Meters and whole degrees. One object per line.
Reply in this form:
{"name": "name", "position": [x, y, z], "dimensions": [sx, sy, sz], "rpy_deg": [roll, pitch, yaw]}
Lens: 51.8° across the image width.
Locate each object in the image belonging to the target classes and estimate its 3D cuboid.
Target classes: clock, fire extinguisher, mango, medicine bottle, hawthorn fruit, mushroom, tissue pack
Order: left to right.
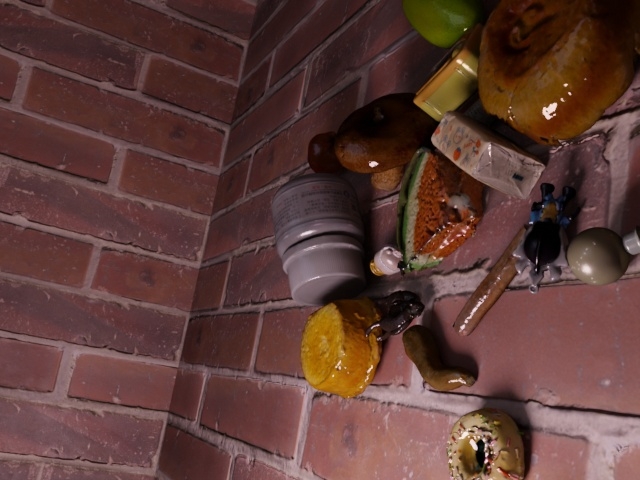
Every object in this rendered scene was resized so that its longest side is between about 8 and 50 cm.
{"name": "medicine bottle", "position": [0.000, 0.000, 1.784], "dimensions": [0.245, 0.245, 0.306], "rpy_deg": [-44, 47, 48]}
{"name": "hawthorn fruit", "position": [0.017, -0.268, 2.056], "dimensions": [0.138, 0.132, 0.133], "rpy_deg": [119, 154, -46]}
{"name": "mushroom", "position": [0.183, -0.244, 1.617], "dimensions": [0.267, 0.254, 0.267], "rpy_deg": [-27, 47, 33]}
{"name": "mango", "position": [0.304, -0.571, 1.591], "dimensions": [0.343, 0.155, 0.192], "rpy_deg": [-112, 34, -48]}
{"name": "clock", "position": [0.307, -0.372, 1.472], "dimensions": [0.143, 0.096, 0.202], "rpy_deg": [-60, 9, -32]}
{"name": "fire extinguisher", "position": [0.351, -0.301, 1.409], "dimensions": [0.252, 0.075, 0.106], "rpy_deg": [-46, 45, 48]}
{"name": "tissue pack", "position": [0.326, -0.173, 1.303], "dimensions": [0.092, 0.148, 0.196], "rpy_deg": [-63, 26, 18]}

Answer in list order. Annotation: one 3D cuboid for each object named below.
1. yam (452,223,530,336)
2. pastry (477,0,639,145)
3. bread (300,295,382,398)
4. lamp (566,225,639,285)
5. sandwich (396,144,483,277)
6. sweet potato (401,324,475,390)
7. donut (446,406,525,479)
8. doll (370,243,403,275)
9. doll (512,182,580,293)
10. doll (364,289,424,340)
{"name": "yam", "position": [0.331, 0.084, 1.257], "dimensions": [0.264, 0.046, 0.046], "rpy_deg": [-62, 27, 26]}
{"name": "pastry", "position": [0.424, -0.349, 1.181], "dimensions": [0.356, 0.163, 0.356], "rpy_deg": [-40, 43, 52]}
{"name": "bread", "position": [0.053, 0.266, 1.631], "dimensions": [0.268, 0.145, 0.269], "rpy_deg": [-34, 50, 55]}
{"name": "lamp", "position": [0.460, 0.010, 0.996], "dimensions": [0.163, 0.091, 0.091], "rpy_deg": [-26, 50, 39]}
{"name": "sandwich", "position": [0.262, -0.075, 1.442], "dimensions": [0.212, 0.109, 0.292], "rpy_deg": [-35, 47, 46]}
{"name": "sweet potato", "position": [0.232, 0.250, 1.358], "dimensions": [0.081, 0.062, 0.233], "rpy_deg": [-67, 28, 14]}
{"name": "donut", "position": [0.283, 0.376, 1.155], "dimensions": [0.174, 0.068, 0.175], "rpy_deg": [-46, 36, 47]}
{"name": "doll", "position": [0.175, 0.039, 1.603], "dimensions": [0.084, 0.073, 0.127], "rpy_deg": [-50, 8, -32]}
{"name": "doll", "position": [0.391, -0.003, 1.147], "dimensions": [0.095, 0.070, 0.195], "rpy_deg": [13, 82, 30]}
{"name": "doll", "position": [0.178, 0.165, 1.493], "dimensions": [0.165, 0.057, 0.139], "rpy_deg": [-34, 19, 45]}
